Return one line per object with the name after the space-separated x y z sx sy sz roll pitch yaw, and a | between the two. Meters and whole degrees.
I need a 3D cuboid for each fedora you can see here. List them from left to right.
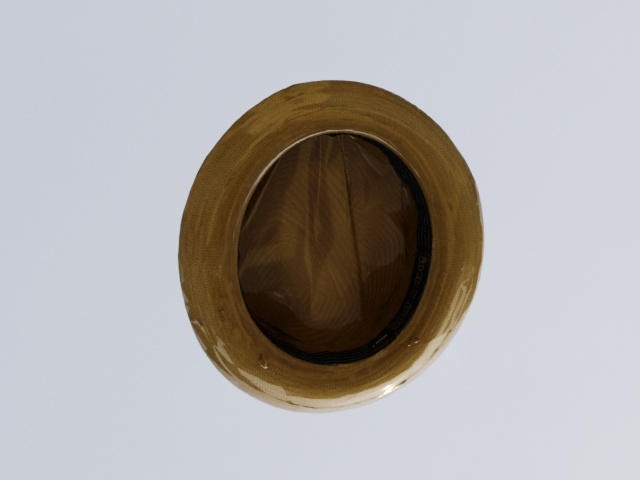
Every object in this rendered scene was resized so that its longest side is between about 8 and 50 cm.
0.000 0.000 1.044 0.194 0.194 0.079 -12 -165 -14 | fedora
